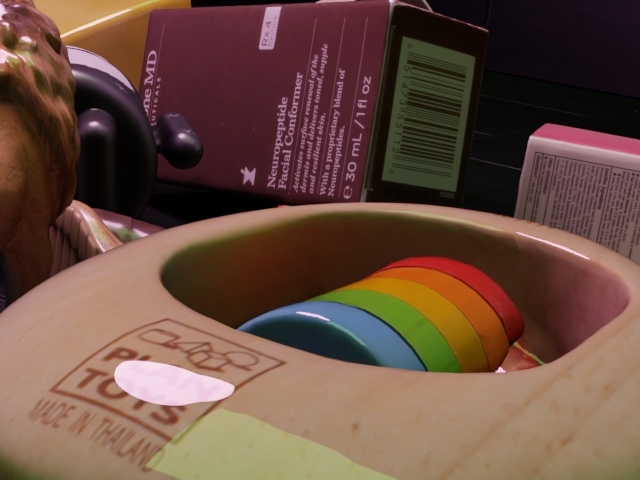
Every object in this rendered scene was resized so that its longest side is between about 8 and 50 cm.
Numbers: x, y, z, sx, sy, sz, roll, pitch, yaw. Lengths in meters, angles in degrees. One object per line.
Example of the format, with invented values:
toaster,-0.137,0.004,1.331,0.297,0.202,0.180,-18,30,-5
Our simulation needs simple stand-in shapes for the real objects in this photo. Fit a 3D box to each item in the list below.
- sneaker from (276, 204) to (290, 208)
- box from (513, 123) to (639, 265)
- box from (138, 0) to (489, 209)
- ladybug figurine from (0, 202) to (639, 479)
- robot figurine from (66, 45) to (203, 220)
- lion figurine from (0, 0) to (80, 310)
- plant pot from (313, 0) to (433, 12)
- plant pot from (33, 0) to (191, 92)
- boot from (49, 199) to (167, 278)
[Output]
sneaker,0.000,0.000,1.053,0.067,0.064,0.175,13,16,34
box,0.308,-0.017,1.106,0.232,0.149,0.127,13,15,15
box,-0.028,-0.132,1.146,0.143,0.191,0.381,7,2,-41
ladybug figurine,0.024,0.092,0.537,0.305,0.162,0.449,17,17,30
robot figurine,-0.238,-0.089,1.048,0.209,0.173,0.278,38,6,-20
lion figurine,-0.236,-0.015,0.657,0.142,0.240,0.392,8,16,0
plant pot,-0.017,-0.169,1.394,0.274,0.257,0.256,-1,7,36
plant pot,-0.296,-0.211,1.459,0.212,0.212,0.187,21,33,41
boot,-0.101,0.034,0.901,0.248,0.090,0.207,18,6,39
